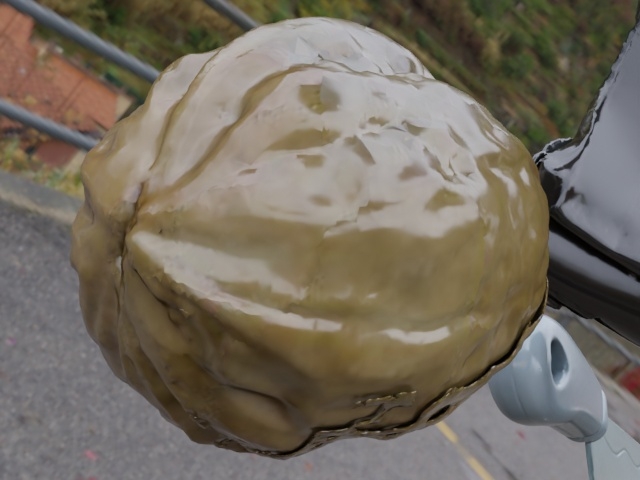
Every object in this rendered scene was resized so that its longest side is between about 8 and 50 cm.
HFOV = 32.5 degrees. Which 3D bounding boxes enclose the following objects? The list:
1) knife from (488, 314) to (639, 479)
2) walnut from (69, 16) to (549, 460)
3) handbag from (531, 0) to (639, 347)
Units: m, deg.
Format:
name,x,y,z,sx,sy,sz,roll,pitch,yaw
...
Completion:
name,x,y,z,sx,sy,sz,roll,pitch,yaw
knife,0.198,0.146,0.787,0.331,0.044,0.080,43,46,-48
walnut,0.000,0.000,0.496,0.245,0.198,0.198,-6,48,-49
handbag,0.259,-0.057,0.620,0.257,0.285,0.113,25,1,-4
